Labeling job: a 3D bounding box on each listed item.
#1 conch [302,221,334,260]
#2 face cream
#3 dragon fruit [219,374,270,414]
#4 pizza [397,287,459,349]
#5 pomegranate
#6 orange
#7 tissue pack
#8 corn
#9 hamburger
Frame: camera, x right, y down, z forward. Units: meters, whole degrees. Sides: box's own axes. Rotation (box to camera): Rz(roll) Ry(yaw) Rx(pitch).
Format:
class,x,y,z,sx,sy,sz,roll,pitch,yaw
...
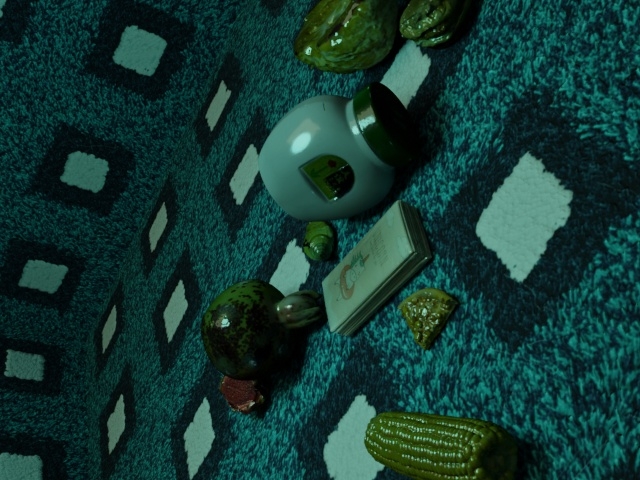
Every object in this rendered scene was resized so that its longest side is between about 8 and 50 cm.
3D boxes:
class,x,y,z,sx,sy,sz,roll,pitch,yaw
conch,-0.003,0.000,1.945,0.095,0.079,0.200,-35,33,22
face cream,0.043,-0.208,1.733,0.357,0.312,0.219,-30,23,29
dragon fruit,-0.220,0.407,2.039,0.133,0.150,0.207,-34,31,7
pizza,0.216,0.161,1.486,0.178,0.041,0.130,6,81,61
pomegranate,-0.143,0.227,1.902,0.341,0.285,0.284,-21,51,23
orange,0.086,-0.573,1.954,0.271,0.210,0.369,-54,26,-16
tissue pack,0.122,0.070,1.673,0.325,0.071,0.170,-49,34,36
corn,0.207,0.376,1.286,0.344,0.131,0.131,-12,64,60
hamburger,0.289,-0.553,1.710,0.206,0.130,0.183,-59,27,-15
